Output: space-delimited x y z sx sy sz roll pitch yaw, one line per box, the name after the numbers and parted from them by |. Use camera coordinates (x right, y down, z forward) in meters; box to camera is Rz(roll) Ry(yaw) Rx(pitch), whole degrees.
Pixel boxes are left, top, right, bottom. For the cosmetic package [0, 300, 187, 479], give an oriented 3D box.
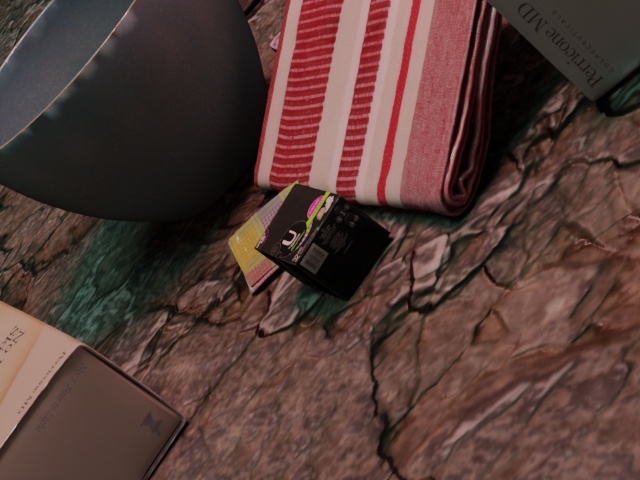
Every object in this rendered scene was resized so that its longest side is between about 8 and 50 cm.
-0.245 0.152 1.293 0.160 0.113 0.309 -55 23 -12 | cosmetic package

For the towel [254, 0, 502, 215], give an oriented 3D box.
0.045 -0.143 1.213 0.329 0.037 0.237 10 88 64 | towel

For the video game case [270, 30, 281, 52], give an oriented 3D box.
0.048 -0.242 1.463 0.201 0.023 0.183 -51 23 -2 | video game case

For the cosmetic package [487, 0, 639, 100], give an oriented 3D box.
0.219 -0.207 0.994 0.231 0.117 0.085 -41 24 23 | cosmetic package

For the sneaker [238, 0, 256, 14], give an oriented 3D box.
-0.147 -0.282 1.786 0.226 0.086 0.163 -42 27 21 | sneaker

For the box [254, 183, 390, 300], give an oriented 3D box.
0.000 0.000 1.153 0.062 0.052 0.083 -57 23 -6 | box

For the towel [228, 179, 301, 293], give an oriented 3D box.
-0.037 -0.003 1.252 0.083 0.009 0.060 -43 50 19 | towel

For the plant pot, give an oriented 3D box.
-0.161 -0.129 1.450 0.290 0.195 0.290 -40 25 23 | plant pot
